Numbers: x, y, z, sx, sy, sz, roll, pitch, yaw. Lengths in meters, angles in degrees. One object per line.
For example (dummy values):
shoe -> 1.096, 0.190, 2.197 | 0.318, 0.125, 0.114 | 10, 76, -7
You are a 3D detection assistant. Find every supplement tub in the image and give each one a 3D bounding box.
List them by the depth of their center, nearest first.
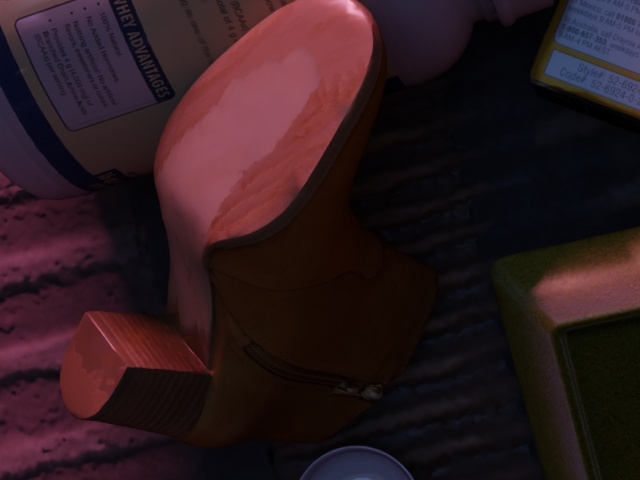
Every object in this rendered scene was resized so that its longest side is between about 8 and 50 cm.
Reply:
supplement tub -> -0.051, -0.177, 0.921 | 0.325, 0.235, 0.235 | -17, 85, 10

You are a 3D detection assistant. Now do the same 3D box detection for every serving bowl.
serving bowl -> 0.025, 0.168, 0.998 | 0.083, 0.027, 0.083 | -1, 87, 12

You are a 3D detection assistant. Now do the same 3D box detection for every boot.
boot -> 0.000, 0.001, 0.904 | 0.295, 0.211, 0.104 | -55, 52, 24

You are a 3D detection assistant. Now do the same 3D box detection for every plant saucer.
plant saucer -> 0.208, 0.083, 0.917 | 0.188, 0.045, 0.188 | -13, 111, 11

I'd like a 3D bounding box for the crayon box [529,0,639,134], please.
crayon box -> 0.277, -0.202, 0.933 | 0.203, 0.083, 0.323 | 23, 93, 11
